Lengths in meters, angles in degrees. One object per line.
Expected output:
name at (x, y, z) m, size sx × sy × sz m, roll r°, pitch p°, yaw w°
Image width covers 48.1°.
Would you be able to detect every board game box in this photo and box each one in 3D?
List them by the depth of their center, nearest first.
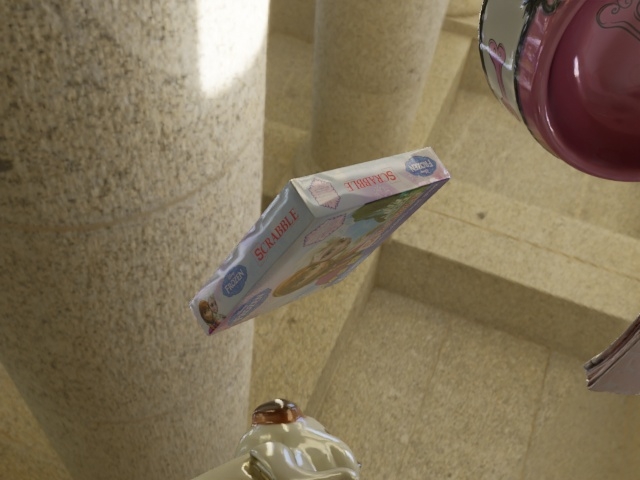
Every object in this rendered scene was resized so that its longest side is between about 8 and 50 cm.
board game box at (0.000, 0.000, 1.090) m, size 0.318 × 0.319 × 0.066 m, roll -19°, pitch -111°, yaw -45°

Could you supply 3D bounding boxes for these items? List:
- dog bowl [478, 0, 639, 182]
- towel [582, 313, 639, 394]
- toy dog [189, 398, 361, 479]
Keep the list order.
dog bowl at (0.410, -0.246, 0.874) m, size 0.407 × 0.408 × 0.150 m, roll 2°, pitch -138°, yaw -4°
towel at (0.605, 0.130, 1.081) m, size 0.331 × 0.317 × 0.053 m, roll 9°, pitch -139°, yaw -24°
toy dog at (-0.096, 0.435, 1.099) m, size 0.395 × 0.285 × 0.408 m, roll -13°, pitch -166°, yaw 37°
